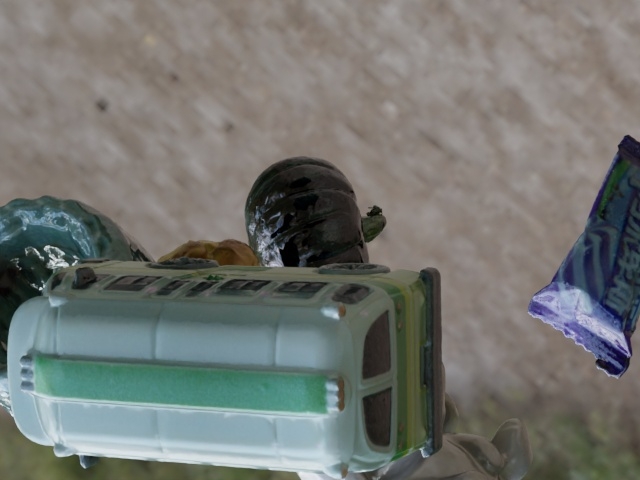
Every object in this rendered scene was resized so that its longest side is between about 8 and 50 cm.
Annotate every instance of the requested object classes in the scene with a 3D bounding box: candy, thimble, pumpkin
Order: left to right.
[{"bbox_3d":[-0.237,0.072,1.751,0.235,0.198,0.143,43,175,34],"label":"thimble"},{"bbox_3d":[-0.013,0.004,2.073,0.150,0.194,0.194,-15,138,19],"label":"pumpkin"},{"bbox_3d":[0.368,0.017,2.304,0.145,0.275,0.070,31,-171,14],"label":"candy"}]

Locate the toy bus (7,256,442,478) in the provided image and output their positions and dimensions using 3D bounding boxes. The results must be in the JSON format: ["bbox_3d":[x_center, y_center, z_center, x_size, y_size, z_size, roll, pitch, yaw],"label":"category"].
[{"bbox_3d":[-0.070,0.082,1.257,0.276,0.134,0.164,1,-175,22],"label":"toy bus"}]

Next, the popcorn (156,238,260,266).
[{"bbox_3d":[-0.126,0.077,1.901,0.170,0.180,0.180,13,151,49],"label":"popcorn"}]

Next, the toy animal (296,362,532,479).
[{"bbox_3d":[0.065,0.212,1.944,0.206,0.272,0.265,-30,109,34],"label":"toy animal"}]
